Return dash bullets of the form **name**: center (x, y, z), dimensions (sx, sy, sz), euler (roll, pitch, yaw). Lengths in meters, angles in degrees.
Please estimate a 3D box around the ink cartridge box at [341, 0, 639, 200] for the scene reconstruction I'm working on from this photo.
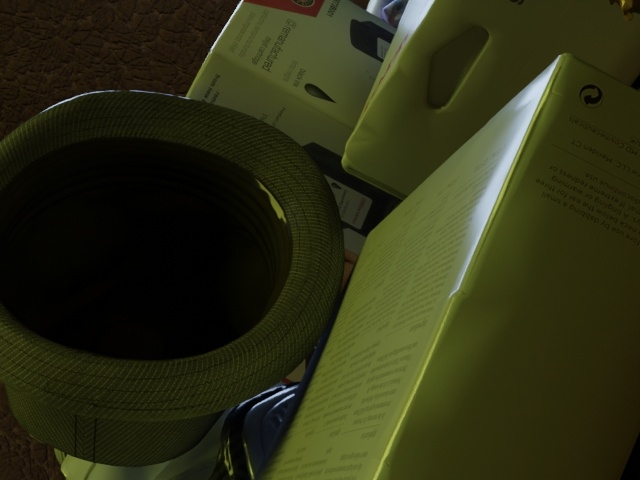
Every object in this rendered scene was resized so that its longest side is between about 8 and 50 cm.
- **ink cartridge box**: center (0.144, -0.181, 0.985), dimensions (0.223, 0.129, 0.307), euler (-59, 6, 43)

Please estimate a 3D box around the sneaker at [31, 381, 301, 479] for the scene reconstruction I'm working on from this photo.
- **sneaker**: center (-0.141, 0.199, 0.961), dimensions (0.366, 0.210, 0.137), euler (-39, -51, -37)

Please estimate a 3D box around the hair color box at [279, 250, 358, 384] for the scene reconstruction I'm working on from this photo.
- **hair color box**: center (0.000, 0.000, 1.301), dimensions (0.347, 0.174, 0.105), euler (-62, 5, 18)

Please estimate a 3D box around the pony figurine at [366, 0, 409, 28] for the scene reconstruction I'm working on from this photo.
- **pony figurine**: center (0.138, -0.428, 1.908), dimensions (0.351, 0.303, 0.363), euler (-13, -65, -85)

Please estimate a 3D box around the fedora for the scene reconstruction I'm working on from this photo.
- **fedora**: center (-0.113, 0.037, 0.936), dimensions (0.275, 0.244, 0.124), euler (-84, 5, -50)

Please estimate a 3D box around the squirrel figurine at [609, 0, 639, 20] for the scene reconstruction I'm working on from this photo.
- **squirrel figurine**: center (0.103, -0.301, 0.596), dimensions (0.397, 0.370, 0.281), euler (-60, 6, 36)

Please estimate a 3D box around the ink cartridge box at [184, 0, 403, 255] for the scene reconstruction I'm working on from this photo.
- **ink cartridge box**: center (0.026, -0.086, 1.114), dimensions (0.100, 0.237, 0.172), euler (-57, 7, 35)

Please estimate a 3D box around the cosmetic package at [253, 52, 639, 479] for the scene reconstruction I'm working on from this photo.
- **cosmetic package**: center (0.042, 0.102, 0.727), dimensions (0.284, 0.097, 0.377), euler (-62, 4, -14)
